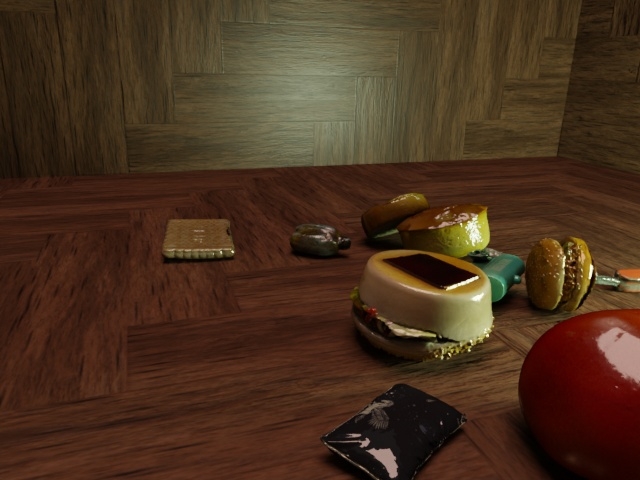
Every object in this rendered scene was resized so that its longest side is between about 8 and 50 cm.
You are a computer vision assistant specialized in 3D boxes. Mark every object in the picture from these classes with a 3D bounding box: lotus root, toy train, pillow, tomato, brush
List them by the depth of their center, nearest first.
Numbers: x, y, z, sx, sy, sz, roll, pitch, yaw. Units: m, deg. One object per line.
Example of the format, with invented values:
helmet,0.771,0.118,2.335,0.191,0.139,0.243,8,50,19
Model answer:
tomato,0.448,0.216,0.757,0.298,0.226,0.298,5,18,-2
pillow,0.115,0.287,0.793,0.141,0.055,0.208,24,29,33
toy train,0.418,0.091,1.305,0.159,0.101,0.248,4,16,35
brush,0.859,0.109,1.392,0.323,0.051,0.070,2,25,-7
lotus root,0.000,0.000,1.595,0.192,0.088,0.113,8,35,16

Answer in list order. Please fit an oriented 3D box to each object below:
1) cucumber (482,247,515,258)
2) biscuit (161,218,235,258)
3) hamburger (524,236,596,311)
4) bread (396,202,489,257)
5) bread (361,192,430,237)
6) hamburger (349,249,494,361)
cucumber,0.502,0.061,1.480,0.112,0.064,0.064,19,25,37
biscuit,-0.385,-0.008,1.656,0.217,0.044,0.325,-2,19,-13
hamburger,0.561,0.076,1.257,0.118,0.182,0.191,11,16,4
bread,0.360,-0.029,1.536,0.270,0.148,0.270,-14,8,2
bread,0.245,-0.079,1.699,0.236,0.070,0.236,-18,-14,-5
hamburger,0.209,0.131,1.089,0.302,0.170,0.302,6,18,-2
